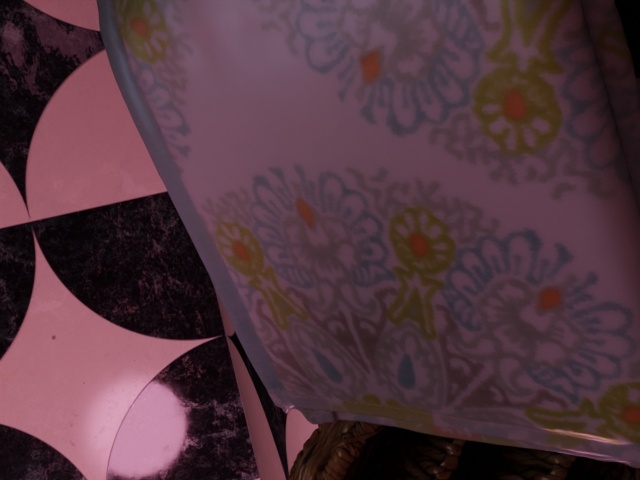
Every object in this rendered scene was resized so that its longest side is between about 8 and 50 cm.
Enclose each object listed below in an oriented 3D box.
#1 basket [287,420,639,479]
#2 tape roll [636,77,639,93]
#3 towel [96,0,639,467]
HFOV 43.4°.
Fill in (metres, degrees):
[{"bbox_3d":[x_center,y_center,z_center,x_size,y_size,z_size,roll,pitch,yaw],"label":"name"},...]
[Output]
[{"bbox_3d":[0.096,0.233,0.632,0.299,0.213,0.223,-61,15,-7],"label":"basket"},{"bbox_3d":[0.142,-0.183,0.430,0.321,0.077,0.321,41,146,37],"label":"tape roll"},{"bbox_3d":[0.039,-0.036,0.492,0.321,0.090,0.374,-4,117,42],"label":"towel"}]
